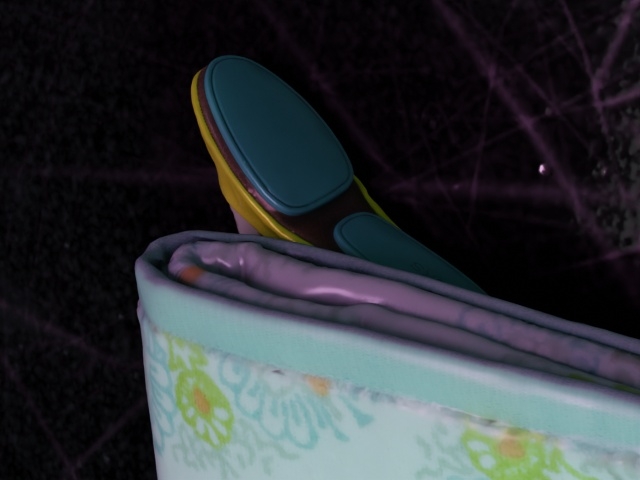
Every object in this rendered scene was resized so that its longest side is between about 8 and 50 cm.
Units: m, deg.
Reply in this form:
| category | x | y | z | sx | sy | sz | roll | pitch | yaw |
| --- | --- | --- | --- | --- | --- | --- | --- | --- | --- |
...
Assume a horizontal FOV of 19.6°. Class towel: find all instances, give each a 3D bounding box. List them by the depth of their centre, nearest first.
| category | x | y | z | sx | sy | sz | roll | pitch | yaw |
| --- | --- | --- | --- | --- | --- | --- | --- | --- | --- |
| towel | 0.067 | 0.180 | 0.924 | 0.374 | 0.090 | 0.321 | 16 | 120 | 33 |

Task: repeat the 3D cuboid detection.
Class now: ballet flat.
| category | x | y | z | sx | sy | sz | roll | pitch | yaw |
| --- | --- | --- | --- | --- | --- | --- | --- | --- | --- |
| ballet flat | 0.000 | 0.000 | 1.001 | 0.231 | 0.077 | 0.077 | 46 | 135 | 20 |
